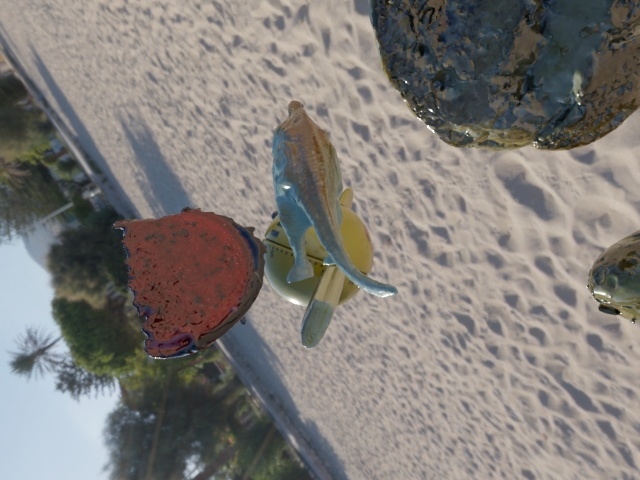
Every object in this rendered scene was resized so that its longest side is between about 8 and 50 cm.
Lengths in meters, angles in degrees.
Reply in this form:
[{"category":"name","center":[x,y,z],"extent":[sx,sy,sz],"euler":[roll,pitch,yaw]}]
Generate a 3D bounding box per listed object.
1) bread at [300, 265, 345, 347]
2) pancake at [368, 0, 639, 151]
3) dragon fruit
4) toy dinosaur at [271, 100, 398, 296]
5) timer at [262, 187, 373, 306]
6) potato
[{"category":"bread","center":[0.004,0.147,1.111],"extent":[0.060,0.140,0.178],"euler":[24,-156,0]},{"category":"pancake","center":[0.227,-0.265,0.471],"extent":[0.082,0.386,0.387],"euler":[-92,-18,-55]},{"category":"dragon fruit","center":[-0.237,0.074,0.957],"extent":[0.100,0.282,0.344],"euler":[95,155,-50]},{"category":"toy dinosaur","center":[-0.005,-0.037,0.542],"extent":[0.393,0.092,0.206],"euler":[-104,9,-66]},{"category":"timer","center":[0.000,0.000,1.448],"extent":[0.376,0.387,0.376],"euler":[17,-178,0]},{"category":"potato","center":[0.481,0.038,0.629],"extent":[0.192,0.296,0.141],"euler":[113,146,-59]}]
